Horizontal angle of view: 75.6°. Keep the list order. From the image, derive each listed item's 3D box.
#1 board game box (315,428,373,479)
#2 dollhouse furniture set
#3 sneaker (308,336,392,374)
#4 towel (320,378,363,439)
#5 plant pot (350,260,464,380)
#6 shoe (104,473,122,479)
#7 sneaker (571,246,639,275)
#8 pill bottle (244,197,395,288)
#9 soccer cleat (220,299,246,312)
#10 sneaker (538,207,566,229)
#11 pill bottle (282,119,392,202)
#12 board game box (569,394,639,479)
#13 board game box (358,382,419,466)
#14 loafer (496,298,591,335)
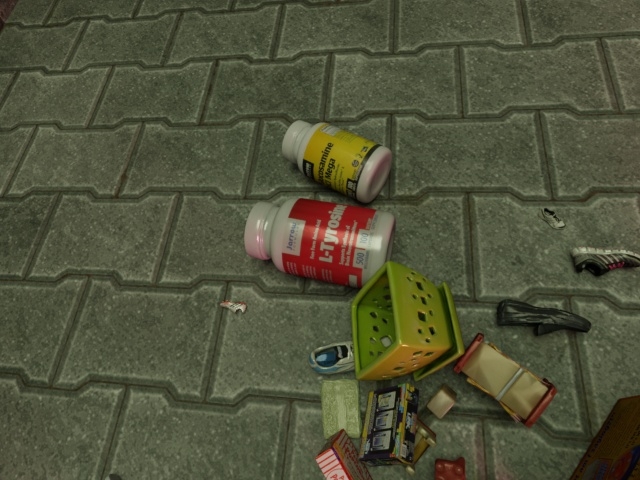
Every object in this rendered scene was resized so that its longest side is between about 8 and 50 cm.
[{"bbox_3d":[0.060,0.529,0.943,0.045,0.193,0.147,-34,74,2],"label":"board game box"},{"bbox_3d":[0.363,0.429,1.005,0.201,0.152,0.374,38,93,23],"label":"dollhouse furniture set"},{"bbox_3d":[0.083,0.309,1.120,0.236,0.086,0.085,-15,61,1],"label":"sneaker"},{"bbox_3d":[0.053,0.445,1.092,0.109,0.027,0.148,-6,64,8],"label":"towel"},{"bbox_3d":[0.217,0.217,1.030,0.206,0.227,0.228,14,49,-17],"label":"plant pot"},{"bbox_3d":[-0.516,0.692,1.051,0.177,0.063,0.081,32,75,27],"label":"shoe"},{"bbox_3d":[0.786,0.066,1.133,0.170,0.063,0.075,7,65,18],"label":"sneaker"},{"bbox_3d":[0.000,0.000,1.202,0.406,0.229,0.229,10,67,14],"label":"pill bottle"},{"bbox_3d":[-0.268,0.204,1.260,0.083,0.029,0.036,2,61,5],"label":"soccer cleat"},{"bbox_3d":[0.690,-0.065,1.225,0.083,0.037,0.032,39,74,22],"label":"sneaker"},{"bbox_3d":[0.047,-0.268,1.345,0.333,0.188,0.188,27,72,21],"label":"pill bottle"},{"bbox_3d":[0.724,0.535,0.752,0.356,0.356,0.356,37,75,22],"label":"board game box"},{"bbox_3d":[0.165,0.443,0.991,0.048,0.141,0.170,33,49,-18],"label":"board game box"},{"bbox_3d":[0.584,0.216,1.090,0.223,0.076,0.079,10,72,19],"label":"loafer"}]
